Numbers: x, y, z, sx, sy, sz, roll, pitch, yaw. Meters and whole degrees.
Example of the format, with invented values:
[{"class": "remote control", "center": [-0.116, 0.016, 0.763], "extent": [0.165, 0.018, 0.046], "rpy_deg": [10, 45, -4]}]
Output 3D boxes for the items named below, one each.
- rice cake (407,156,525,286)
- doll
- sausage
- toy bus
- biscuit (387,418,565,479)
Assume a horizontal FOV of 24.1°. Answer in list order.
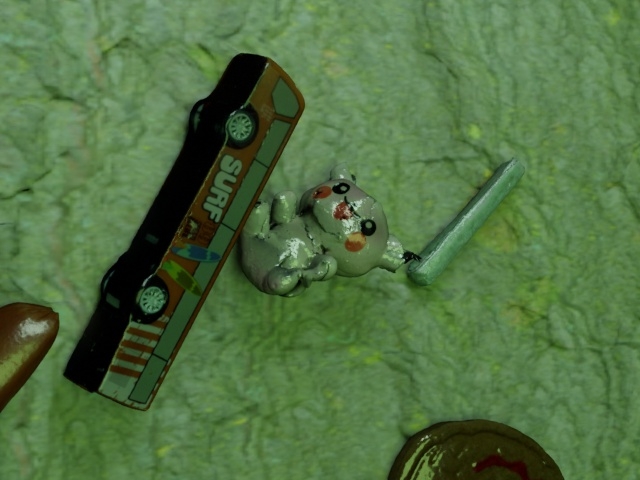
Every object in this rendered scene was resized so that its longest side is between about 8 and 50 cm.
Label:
[{"class": "rice cake", "center": [0.182, -0.025, 1.845], "extent": [0.208, 0.033, 0.033], "rpy_deg": [-48, 113, -15]}, {"class": "doll", "center": [0.000, 0.000, 1.711], "extent": [0.192, 0.095, 0.149], "rpy_deg": [-23, 63, -17]}, {"class": "sausage", "center": [-0.384, 0.175, 1.543], "extent": [0.083, 0.089, 0.300], "rpy_deg": [44, 76, -18]}, {"class": "toy bus", "center": [-0.147, -0.013, 1.642], "extent": [0.092, 0.093, 0.409], "rpy_deg": [32, 82, -35]}, {"class": "biscuit", "center": [0.194, 0.355, 1.894], "extent": [0.273, 0.049, 0.257], "rpy_deg": [20, 87, -27]}]
